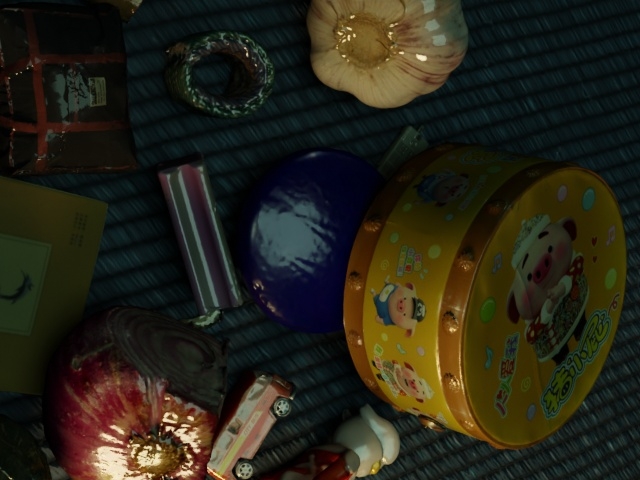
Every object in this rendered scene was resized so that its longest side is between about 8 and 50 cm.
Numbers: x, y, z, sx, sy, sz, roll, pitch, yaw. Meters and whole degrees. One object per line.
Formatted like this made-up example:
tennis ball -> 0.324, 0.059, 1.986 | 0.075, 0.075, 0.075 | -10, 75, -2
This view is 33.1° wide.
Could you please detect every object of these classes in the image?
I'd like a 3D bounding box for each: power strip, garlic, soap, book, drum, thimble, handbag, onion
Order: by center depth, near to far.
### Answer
book -> -0.451, 0.039, 1.291 | 0.389, 0.032, 0.269 | 17, 87, -41
handbag -> -0.321, -0.182, 1.314 | 0.169, 0.155, 0.215 | -8, 100, -25
onion -> -0.235, 0.212, 1.366 | 0.230, 0.272, 0.256 | 9, 93, -13
soap -> -0.160, -0.011, 1.433 | 0.065, 0.122, 0.203 | -16, 101, -5
thimble -> -0.137, -0.222, 1.448 | 0.135, 0.090, 0.118 | -2, 96, -28
garlic -> 0.104, -0.327, 1.523 | 0.245, 0.245, 0.253 | 59, 37, -20
drum -> 0.245, 0.077, 1.553 | 0.431, 0.214, 0.431 | -15, 111, -43
power strip -> 0.119, -0.123, 1.638 | 0.051, 0.019, 0.136 | 43, 75, -23

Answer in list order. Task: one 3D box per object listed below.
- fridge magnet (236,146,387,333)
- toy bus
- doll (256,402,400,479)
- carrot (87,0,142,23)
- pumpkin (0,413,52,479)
fridge magnet -> 0.000, 0.000, 1.531 | 0.265, 0.112, 0.265 | -3, 97, -28
toy bus -> -0.109, 0.260, 1.519 | 0.077, 0.079, 0.174 | 35, 77, -17
doll -> -0.028, 0.342, 1.517 | 0.384, 0.188, 0.099 | -26, 91, -40
carrot -> -0.318, -0.352, 1.358 | 0.205, 0.072, 0.072 | 27, 82, -21
pumpkin -> -0.453, 0.313, 1.234 | 0.327, 0.257, 0.291 | 26, 77, -33
